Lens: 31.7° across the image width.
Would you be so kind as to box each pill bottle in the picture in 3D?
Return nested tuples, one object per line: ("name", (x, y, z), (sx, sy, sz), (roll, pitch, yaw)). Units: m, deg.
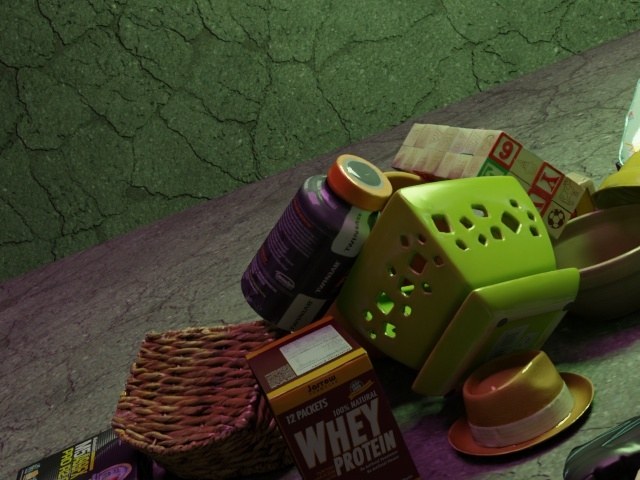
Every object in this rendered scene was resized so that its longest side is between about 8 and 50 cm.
("pill bottle", (0.000, 0.000, 1.547), (0.246, 0.130, 0.130), (-56, -3, 29))

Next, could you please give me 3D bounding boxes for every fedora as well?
("fedora", (0.240, 0.192, 1.403), (0.194, 0.079, 0.194), (-21, 14, 6))

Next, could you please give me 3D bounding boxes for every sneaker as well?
("sneaker", (0.367, 0.197, 1.140), (0.267, 0.101, 0.106), (-22, 12, 5))

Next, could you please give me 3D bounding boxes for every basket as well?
("basket", (-0.128, 0.265, 1.676), (0.299, 0.223, 0.213), (-9, 53, 37))

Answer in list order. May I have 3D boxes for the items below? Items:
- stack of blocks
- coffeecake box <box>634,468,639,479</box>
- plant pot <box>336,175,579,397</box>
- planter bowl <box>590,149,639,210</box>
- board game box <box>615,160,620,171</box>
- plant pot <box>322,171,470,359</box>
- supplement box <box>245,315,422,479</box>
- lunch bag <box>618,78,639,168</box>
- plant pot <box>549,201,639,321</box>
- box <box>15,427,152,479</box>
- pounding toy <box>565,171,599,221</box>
("stack of blocks", (0.253, -0.099, 1.764), (0.087, 0.171, 0.297), (-60, 22, -3))
("coffeecake box", (0.360, 0.258, 0.985), (0.185, 0.068, 0.142), (-14, 17, 34))
("plant pot", (0.191, 0.069, 1.501), (0.227, 0.207, 0.228), (-9, -39, -37))
("planter bowl", (0.524, -0.087, 1.700), (0.217, 0.090, 0.217), (13, -12, 3))
("board game box", (0.728, -0.170, 2.037), (0.346, 0.056, 0.208), (-22, 18, 3))
("plant pot", (0.094, 0.064, 1.763), (0.203, 0.291, 0.291), (-32, 3, 46))
("supplement box", (0.014, 0.225, 1.413), (0.129, 0.191, 0.194), (-25, 13, -7))
("lunch bag", (0.634, -0.176, 1.910), (0.224, 0.108, 0.279), (2, 47, 27))
("plant pot", (0.410, 0.043, 1.622), (0.237, 0.110, 0.237), (-23, 13, 6))
("box", (-0.365, 0.381, 1.720), (0.216, 0.060, 0.270), (-25, 14, -2))
("pounding toy", (0.352, -0.033, 1.846), (0.206, 0.181, 0.094), (-24, 14, -3))
